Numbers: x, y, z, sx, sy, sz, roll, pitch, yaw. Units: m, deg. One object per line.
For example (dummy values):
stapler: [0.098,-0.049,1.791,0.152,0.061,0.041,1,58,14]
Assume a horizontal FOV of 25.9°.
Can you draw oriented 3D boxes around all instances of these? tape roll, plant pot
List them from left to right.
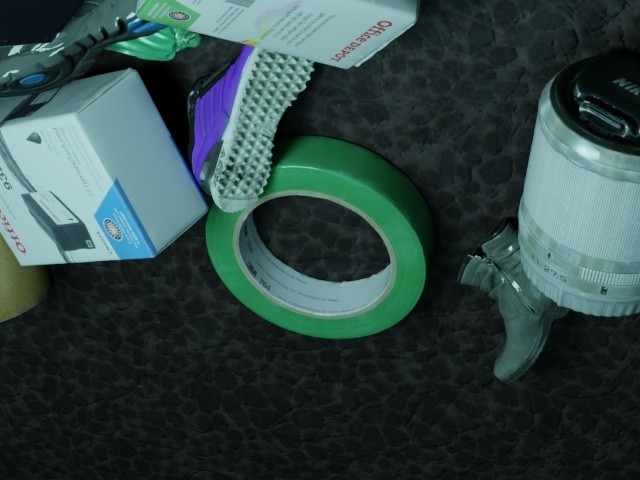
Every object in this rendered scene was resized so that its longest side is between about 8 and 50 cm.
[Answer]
plant pot: [-0.534,-0.031,2.044,0.237,0.237,0.254,2,117,17]
tape roll: [0.000,0.000,1.975,0.321,0.077,0.321,9,132,11]

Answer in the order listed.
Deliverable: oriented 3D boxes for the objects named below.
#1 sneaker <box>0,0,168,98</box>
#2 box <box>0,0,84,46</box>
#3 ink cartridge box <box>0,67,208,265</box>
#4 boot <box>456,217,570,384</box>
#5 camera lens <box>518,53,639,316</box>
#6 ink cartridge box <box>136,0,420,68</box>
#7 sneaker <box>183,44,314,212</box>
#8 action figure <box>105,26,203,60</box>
sneaker: [-0.332,-0.282,1.753,0.341,0.125,0.139,-23,84,21]
box: [-0.367,-0.418,1.563,0.296,0.183,0.294,-42,74,36]
ink cartridge box: [-0.337,-0.092,1.897,0.307,0.129,0.223,-4,122,44]
boot: [0.262,0.082,1.971,0.161,0.083,0.246,28,128,2]
camera lens: [0.361,-0.072,1.693,0.219,0.219,0.274,11,133,9]
ink cartridge box: [-0.047,-0.304,1.588,0.278,0.117,0.201,11,166,-20]
sneaker: [-0.112,-0.195,1.821,0.146,0.102,0.293,43,120,37]
action figure: [-0.263,-0.291,1.814,0.232,0.063,0.137,18,132,8]
